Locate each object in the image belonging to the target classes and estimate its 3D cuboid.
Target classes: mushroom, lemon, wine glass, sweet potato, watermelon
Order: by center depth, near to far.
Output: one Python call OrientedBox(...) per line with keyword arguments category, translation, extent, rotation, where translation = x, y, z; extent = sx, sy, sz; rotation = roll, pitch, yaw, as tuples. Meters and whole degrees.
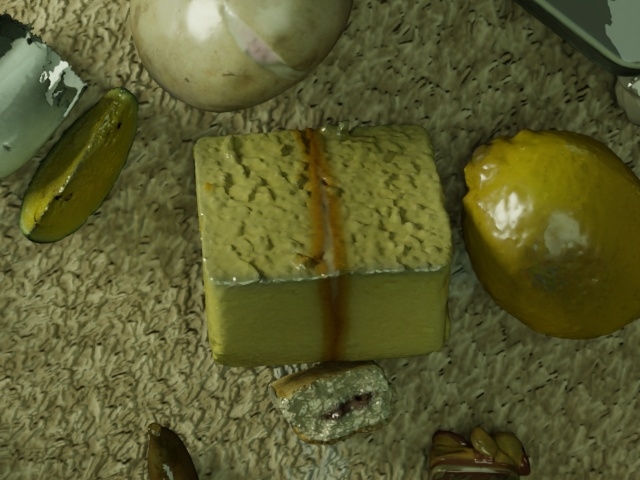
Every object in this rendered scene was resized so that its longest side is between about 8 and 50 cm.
OrientedBox(category="mushroom", translation=(-0.073, -0.245, 1.807), extent=(0.255, 0.255, 0.184), rotation=(-44, 136, 0))
OrientedBox(category="wine glass", translation=(-0.379, -0.082, 1.823), extent=(0.143, 0.143, 0.321), rotation=(41, 90, -12))
OrientedBox(category="watermelon", translation=(-0.239, -0.069, 1.869), extent=(0.075, 0.092, 0.181), rotation=(35, 85, -25))
OrientedBox(category="lemon", translation=(0.252, -0.006, 1.889), extent=(0.204, 0.204, 0.260), rotation=(-45, 103, 1))
OrientedBox(category="sweet potato", translation=(-0.128, 0.299, 1.960), extent=(0.069, 0.059, 0.249), rotation=(-40, 107, -13))

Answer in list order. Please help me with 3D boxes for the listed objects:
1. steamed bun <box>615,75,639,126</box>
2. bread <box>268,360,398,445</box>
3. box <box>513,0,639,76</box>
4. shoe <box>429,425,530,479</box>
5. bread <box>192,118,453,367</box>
OrientedBox(category="steamed bun", translation=(0.397, -0.179, 1.930), extent=(0.182, 0.106, 0.183), rotation=(0, 89, 1))
OrientedBox(category="bread", translation=(0.014, 0.172, 1.934), extent=(0.125, 0.106, 0.082), rotation=(-18, 95, -9))
OrientedBox(category="box", translation=(0.296, -0.422, 1.837), extent=(0.396, 0.111, 0.396), rotation=(38, 92, 3))
OrientedBox(category="shoe", translation=(0.173, 0.237, 1.985), extent=(0.109, 0.069, 0.072), rotation=(-11, 138, 5))
OrientedBox(category="bread", translation=(0.000, 0.000, 1.895), extent=(0.263, 0.236, 0.198), rotation=(-3, 143, -7))
